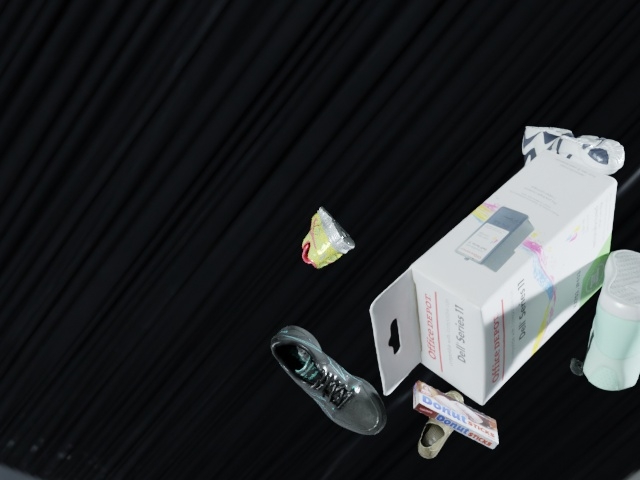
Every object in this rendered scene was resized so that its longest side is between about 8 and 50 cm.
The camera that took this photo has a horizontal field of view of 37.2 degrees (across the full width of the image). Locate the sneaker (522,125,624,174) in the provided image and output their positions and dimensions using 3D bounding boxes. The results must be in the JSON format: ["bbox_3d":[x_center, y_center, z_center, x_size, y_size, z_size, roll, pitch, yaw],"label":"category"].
[{"bbox_3d":[0.391,-0.092,1.511,0.094,0.153,0.235,-2,15,-24],"label":"sneaker"}]

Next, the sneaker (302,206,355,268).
[{"bbox_3d":[0.000,0.000,1.789,0.081,0.094,0.208,46,4,-8],"label":"sneaker"}]

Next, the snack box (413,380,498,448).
[{"bbox_3d":[0.252,0.326,1.779,0.178,0.022,0.064,29,30,-12],"label":"snack box"}]

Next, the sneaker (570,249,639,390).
[{"bbox_3d":[0.406,0.107,1.274,0.094,0.151,0.256,20,24,24],"label":"sneaker"}]

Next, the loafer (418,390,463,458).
[{"bbox_3d":[0.243,0.368,1.911,0.056,0.148,0.050,23,-14,19],"label":"loafer"}]

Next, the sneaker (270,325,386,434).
[{"bbox_3d":[0.006,0.267,1.765,0.267,0.101,0.106,39,6,12],"label":"sneaker"}]

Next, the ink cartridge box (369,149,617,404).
[{"bbox_3d":[0.232,0.067,1.245,0.119,0.353,0.207,33,-30,35],"label":"ink cartridge box"}]
